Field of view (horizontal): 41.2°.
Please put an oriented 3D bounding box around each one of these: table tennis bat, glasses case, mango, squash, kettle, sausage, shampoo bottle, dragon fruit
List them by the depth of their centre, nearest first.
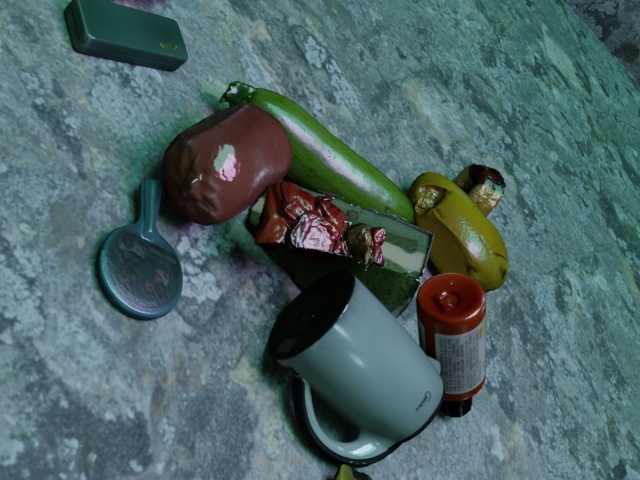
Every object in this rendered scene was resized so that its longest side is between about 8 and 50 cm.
[{"bbox_3d":[-0.230,0.008,1.106,0.124,0.033,0.201,25,52,-38],"label":"table tennis bat"},{"bbox_3d":[0.000,0.010,1.202,0.192,0.123,0.092,18,34,-9],"label":"dragon fruit"},{"bbox_3d":[0.047,0.198,1.211,0.236,0.161,0.221,45,66,-21],"label":"kettle"},{"bbox_3d":[-0.134,-0.114,1.213,0.148,0.148,0.254,51,33,-11],"label":"sausage"},{"bbox_3d":[-0.283,-0.303,1.254,0.184,0.039,0.078,1,65,-50],"label":"glasses case"},{"bbox_3d":[0.209,0.180,1.348,0.104,0.104,0.278,-77,163,-44],"label":"shampoo bottle"},{"bbox_3d":[-0.003,-0.131,1.404,0.395,0.107,0.107,35,42,-24],"label":"squash"},{"bbox_3d":[0.258,-0.015,1.617,0.262,0.130,0.167,56,30,3],"label":"mango"}]

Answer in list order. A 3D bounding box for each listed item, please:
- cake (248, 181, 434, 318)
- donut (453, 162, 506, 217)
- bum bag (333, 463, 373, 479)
[{"bbox_3d":[0.015,0.039,1.356,0.283,0.172,0.158,21,33,4],"label":"cake"},{"bbox_3d":[0.314,-0.100,1.740,0.059,0.140,0.140,30,44,-20],"label":"donut"},{"bbox_3d":[0.080,0.412,1.159,0.106,0.060,0.233,-11,76,-62],"label":"bum bag"}]
